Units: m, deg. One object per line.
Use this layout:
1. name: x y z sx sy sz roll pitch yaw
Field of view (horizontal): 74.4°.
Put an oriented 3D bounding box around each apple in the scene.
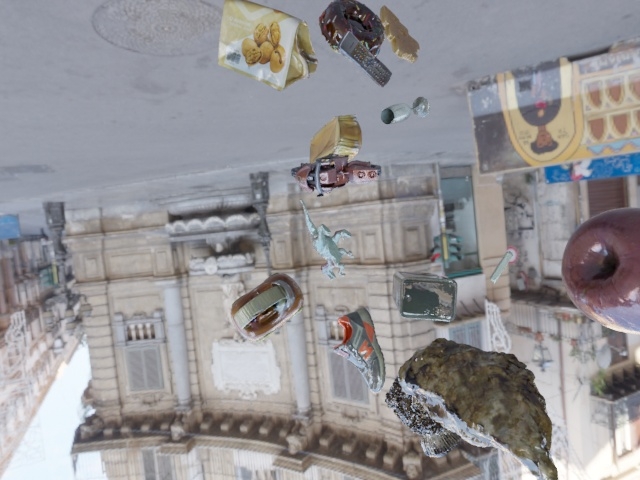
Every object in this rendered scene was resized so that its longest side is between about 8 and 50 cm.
1. apple: 0.711 0.068 0.938 0.234 0.306 0.305 12 178 -15

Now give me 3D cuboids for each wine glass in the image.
1. wine glass: 0.286 -0.437 1.432 0.074 0.074 0.262 -4 -162 41

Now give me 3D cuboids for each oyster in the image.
1. oyster: 0.322 0.310 0.845 0.110 0.204 0.396 28 176 -38

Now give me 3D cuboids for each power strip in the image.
1. power strip: 0.453 0.066 1.058 0.016 0.090 0.040 31 -172 15

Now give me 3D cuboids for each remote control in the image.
1. remote control: 0.135 -0.534 1.253 0.212 0.059 0.028 27 -169 -39

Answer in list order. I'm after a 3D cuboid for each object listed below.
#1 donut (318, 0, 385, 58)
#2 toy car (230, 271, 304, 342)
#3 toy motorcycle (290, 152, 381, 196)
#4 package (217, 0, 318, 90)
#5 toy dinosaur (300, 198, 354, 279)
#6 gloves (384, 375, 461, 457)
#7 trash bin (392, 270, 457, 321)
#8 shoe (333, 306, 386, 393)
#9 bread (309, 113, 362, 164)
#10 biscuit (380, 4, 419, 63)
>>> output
1. donut: 0.107 -0.692 1.371 0.234 0.235 0.089 -7 158 -29
2. toy car: -0.158 0.190 1.228 0.235 0.145 0.235 -36 172 -6
3. toy motorcycle: 0.032 -0.149 0.962 0.212 0.084 0.118 0 -159 9
4. package: -0.167 -0.643 1.389 0.311 0.222 0.165 28 -151 23
5. toy dinosaur: 0.000 0.000 1.147 0.167 0.242 0.053 -31 -162 47
6. gloves: 0.320 0.507 1.294 0.210 0.313 0.135 -27 -167 -4
7. trash bin: 0.315 0.165 1.337 0.163 0.122 0.240 3 -177 1
8. shoe: 0.142 0.441 1.675 0.170 0.337 0.132 -6 160 -19
9. bread: 0.052 -0.329 1.460 0.106 0.137 0.241 3 168 -26
10. biscuit: 0.294 -0.783 1.612 0.041 0.239 0.212 -29 -174 44
